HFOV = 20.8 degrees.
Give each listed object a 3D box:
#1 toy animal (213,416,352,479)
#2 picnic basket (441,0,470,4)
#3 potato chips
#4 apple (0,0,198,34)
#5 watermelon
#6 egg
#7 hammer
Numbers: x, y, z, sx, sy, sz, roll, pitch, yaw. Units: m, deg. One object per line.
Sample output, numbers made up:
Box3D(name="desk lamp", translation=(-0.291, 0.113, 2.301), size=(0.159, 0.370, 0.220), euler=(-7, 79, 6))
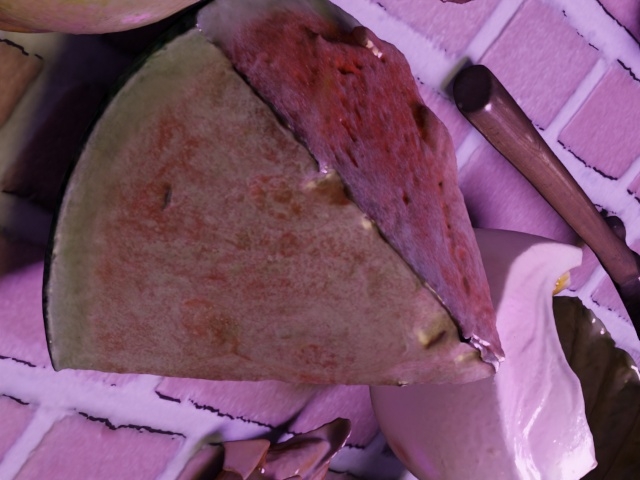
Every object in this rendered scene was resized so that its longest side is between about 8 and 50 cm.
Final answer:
Box3D(name="toy animal", translation=(-0.049, 0.233, 1.581), size=(0.188, 0.089, 0.179), euler=(-33, 163, -27))
Box3D(name="picnic basket", translation=(0.098, -0.311, 1.117), size=(0.222, 0.129, 0.297), euler=(-41, 148, -13))
Box3D(name="potato chips", translation=(0.197, 0.246, 1.646), size=(0.097, 0.373, 0.389), euler=(20, 83, -27))
Box3D(name="apple", translation=(-0.131, -0.180, 0.981), size=(0.193, 0.120, 0.265), euler=(-47, 149, 17))
Box3D(name="watermelon", translation=(-0.035, -0.004, 1.190), size=(0.250, 0.292, 0.283), euler=(-26, 177, 39))
Box3D(name="egg", translation=(0.125, 0.085, 1.518), size=(0.271, 0.206, 0.162), euler=(-76, 146, -46))
Box3D(name="hammer", translation=(0.226, -0.038, 1.612), size=(0.044, 0.168, 0.440), euler=(-33, 142, 13))
